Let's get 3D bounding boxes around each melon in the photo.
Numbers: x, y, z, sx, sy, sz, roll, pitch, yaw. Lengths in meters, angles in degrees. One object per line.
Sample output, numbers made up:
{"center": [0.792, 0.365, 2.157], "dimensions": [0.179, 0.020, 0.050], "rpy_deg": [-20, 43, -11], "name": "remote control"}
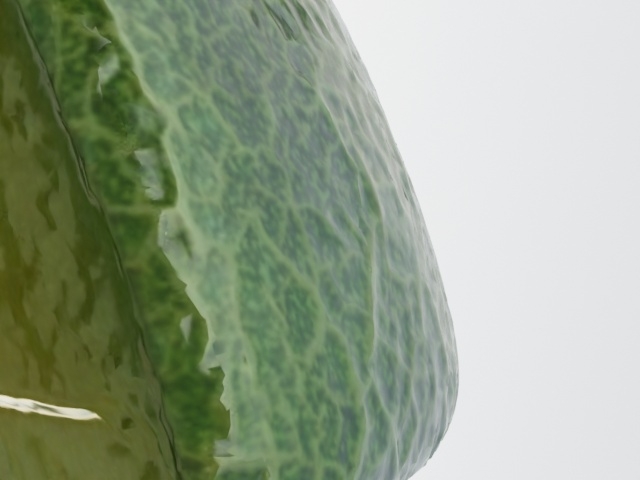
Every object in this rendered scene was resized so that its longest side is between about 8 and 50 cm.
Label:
{"center": [-0.103, -0.066, 0.637], "dimensions": [0.226, 0.344, 0.331], "rpy_deg": [-19, -175, 14], "name": "melon"}

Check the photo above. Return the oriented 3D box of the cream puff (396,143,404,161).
{"center": [0.000, -0.001, 1.143], "dimensions": [0.121, 0.156, 0.156], "rpy_deg": [-6, -126, 10], "name": "cream puff"}
